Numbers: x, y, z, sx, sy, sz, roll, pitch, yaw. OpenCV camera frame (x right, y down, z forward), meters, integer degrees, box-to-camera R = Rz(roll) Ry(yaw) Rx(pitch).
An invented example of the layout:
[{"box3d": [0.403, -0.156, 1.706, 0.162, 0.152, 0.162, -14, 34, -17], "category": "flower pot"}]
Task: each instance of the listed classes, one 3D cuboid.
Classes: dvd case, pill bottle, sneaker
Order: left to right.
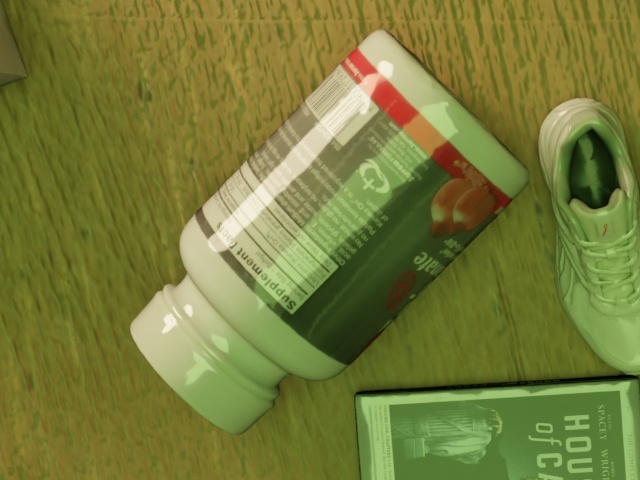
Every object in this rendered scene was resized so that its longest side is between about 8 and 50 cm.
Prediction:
[{"box3d": [0.000, 0.000, 1.501, 0.176, 0.176, 0.318, 45, 97, 3], "category": "pill bottle"}, {"box3d": [0.153, 0.209, 1.569, 0.238, 0.029, 0.179, -4, 93, 7], "category": "dvd case"}, {"box3d": [0.225, 0.000, 1.505, 0.090, 0.115, 0.232, -17, 91, 7], "category": "sneaker"}]

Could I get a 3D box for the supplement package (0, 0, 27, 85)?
[{"box3d": [-0.383, -0.196, 1.549, 0.203, 0.149, 0.194, -17, 91, 7], "category": "supplement package"}]
